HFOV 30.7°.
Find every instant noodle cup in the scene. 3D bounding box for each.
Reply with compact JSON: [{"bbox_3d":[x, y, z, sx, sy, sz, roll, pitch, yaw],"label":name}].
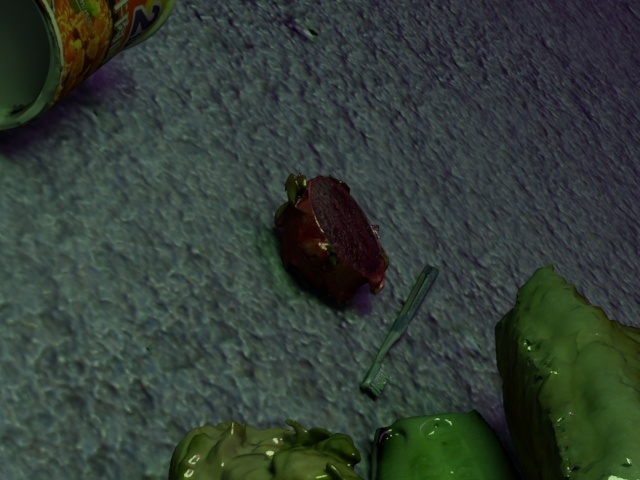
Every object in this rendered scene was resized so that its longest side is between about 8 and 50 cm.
[{"bbox_3d":[-0.233,-0.195,0.881,0.213,0.213,0.174,37,41,-9],"label":"instant noodle cup"}]

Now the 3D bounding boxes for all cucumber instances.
[{"bbox_3d":[0.099,0.211,0.856,0.193,0.115,0.086,-102,177,-50],"label":"cucumber"}]

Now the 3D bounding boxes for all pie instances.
[{"bbox_3d":[0.258,0.195,0.841,0.418,0.180,0.395,47,13,-33],"label":"pie"}]

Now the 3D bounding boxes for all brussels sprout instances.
[{"bbox_3d":[-0.032,0.189,0.687,0.131,0.145,0.183,-7,8,-22],"label":"brussels sprout"}]

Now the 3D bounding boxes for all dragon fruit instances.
[{"bbox_3d":[0.003,0.004,1.017,0.126,0.068,0.112,13,51,-57],"label":"dragon fruit"}]

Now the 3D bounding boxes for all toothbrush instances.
[{"bbox_3d":[0.075,0.077,1.048,0.019,0.016,0.219,42,32,-4],"label":"toothbrush"}]
